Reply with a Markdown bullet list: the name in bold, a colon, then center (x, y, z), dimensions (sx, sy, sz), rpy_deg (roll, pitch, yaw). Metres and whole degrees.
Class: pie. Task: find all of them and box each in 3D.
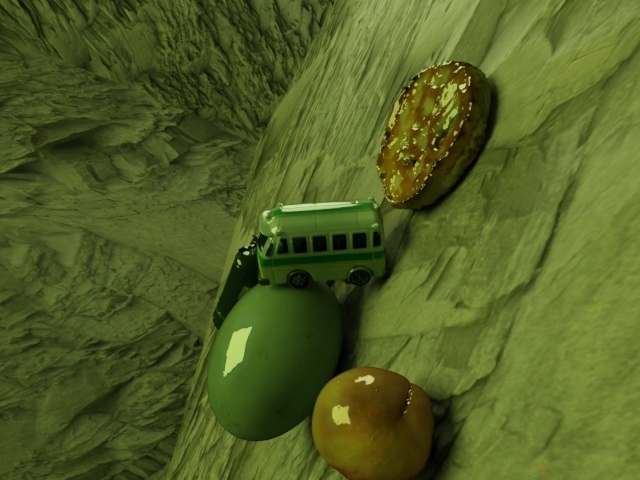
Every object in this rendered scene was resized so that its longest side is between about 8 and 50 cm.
- **pie**: center (0.222, -0.209, 0.998), dimensions (0.315, 0.092, 0.315), rpy_deg (-49, 31, 43)

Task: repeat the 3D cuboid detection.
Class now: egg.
- **egg**: center (-0.097, 0.250, 1.125), dimensions (0.389, 0.276, 0.276), rpy_deg (-63, 14, -19)

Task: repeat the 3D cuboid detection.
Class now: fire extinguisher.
- **fire extinguisher**: center (-0.181, 0.094, 1.222), dimensions (0.093, 0.118, 0.294), rpy_deg (43, 125, 27)

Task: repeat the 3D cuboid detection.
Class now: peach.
- **peach**: center (0.080, 0.272, 0.742), dimensions (0.184, 0.184, 0.184), rpy_deg (-57, 22, 37)

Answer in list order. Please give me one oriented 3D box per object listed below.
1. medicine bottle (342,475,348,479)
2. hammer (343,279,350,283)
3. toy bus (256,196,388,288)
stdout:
- **medicine bottle**: center (0.067, 0.360, 0.887), dimensions (0.092, 0.061, 0.221), rpy_deg (100, 176, -46)
- **hammer**: center (0.034, 0.037, 1.278), dimensions (0.202, 0.113, 0.305), rpy_deg (-71, 22, 8)
- **toy bus**: center (0.000, 0.000, 1.066), dimensions (0.134, 0.276, 0.165), rpy_deg (-94, 0, -54)
